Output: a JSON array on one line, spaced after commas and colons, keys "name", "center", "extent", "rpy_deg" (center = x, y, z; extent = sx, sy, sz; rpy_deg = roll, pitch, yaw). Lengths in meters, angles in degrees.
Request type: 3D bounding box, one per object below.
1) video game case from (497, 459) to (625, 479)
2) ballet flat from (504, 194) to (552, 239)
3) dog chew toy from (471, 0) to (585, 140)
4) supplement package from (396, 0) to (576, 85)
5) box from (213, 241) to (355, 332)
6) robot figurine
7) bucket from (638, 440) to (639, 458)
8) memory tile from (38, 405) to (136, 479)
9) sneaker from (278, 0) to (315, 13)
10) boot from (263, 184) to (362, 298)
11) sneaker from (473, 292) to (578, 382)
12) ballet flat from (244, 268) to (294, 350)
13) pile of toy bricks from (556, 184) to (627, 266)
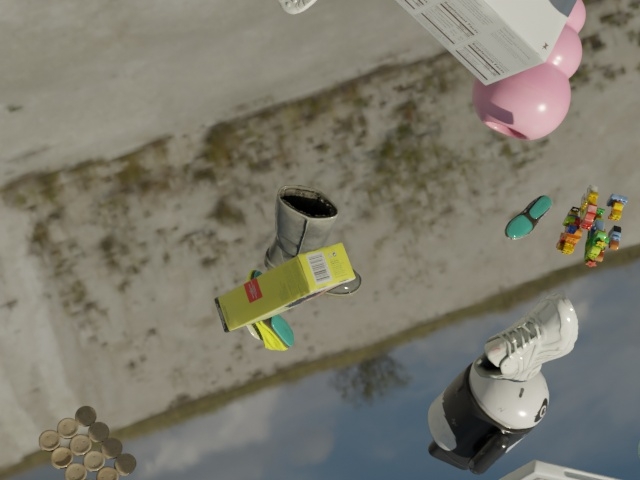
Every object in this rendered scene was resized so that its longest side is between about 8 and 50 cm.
[{"name": "video game case", "center": [0.376, 0.418, 1.840], "extent": [0.206, 0.026, 0.227], "rpy_deg": [16, 147, -17]}, {"name": "ballet flat", "center": [0.365, -0.035, 2.006], "extent": [0.114, 0.041, 0.041], "rpy_deg": [-40, -163, -20]}, {"name": "dog chew toy", "center": [0.451, -0.382, 2.374], "extent": [0.207, 0.331, 0.206], "rpy_deg": [23, 178, 1]}, {"name": "supplement package", "center": [0.247, -0.407, 1.717], "extent": [0.145, 0.262, 0.204], "rpy_deg": [-13, -138, 58]}, {"name": "box", "center": [-0.055, 0.069, 1.607], "extent": [0.087, 0.058, 0.232], "rpy_deg": [-16, 173, -37]}, {"name": "robot figurine", "center": [0.321, 0.332, 2.190], "extent": [0.174, 0.209, 0.278], "rpy_deg": [-5, 144, -40]}, {"name": "bucket", "center": [0.781, 0.390, 2.234], "extent": [0.281, 0.281, 0.183], "rpy_deg": [-20, 146, -11]}, {"name": "memory tile", "center": [-0.395, 0.360, 1.916], "extent": [0.113, 0.148, 0.012], "rpy_deg": [-35, 163, -28]}, {"name": "sneaker", "center": [0.005, -0.490, 1.957], "extent": [0.235, 0.090, 0.095], "rpy_deg": [-60, 172, -1]}, {"name": "boot", "center": [0.001, 0.002, 1.863], "extent": [0.190, 0.208, 0.076], "rpy_deg": [17, -129, -6]}, {"name": "sneaker", "center": [0.329, 0.169, 1.843], "extent": [0.115, 0.090, 0.232], "rpy_deg": [-7, 145, -30]}, {"name": "ballet flat", "center": [-0.127, 0.150, 2.329], "extent": [0.077, 0.231, 0.077], "rpy_deg": [-6, -134, 21]}, {"name": "pile of toy bricks", "center": [0.523, -0.003, 2.175], "extent": [0.118, 0.105, 0.212], "rpy_deg": [13, 150, -1]}]
